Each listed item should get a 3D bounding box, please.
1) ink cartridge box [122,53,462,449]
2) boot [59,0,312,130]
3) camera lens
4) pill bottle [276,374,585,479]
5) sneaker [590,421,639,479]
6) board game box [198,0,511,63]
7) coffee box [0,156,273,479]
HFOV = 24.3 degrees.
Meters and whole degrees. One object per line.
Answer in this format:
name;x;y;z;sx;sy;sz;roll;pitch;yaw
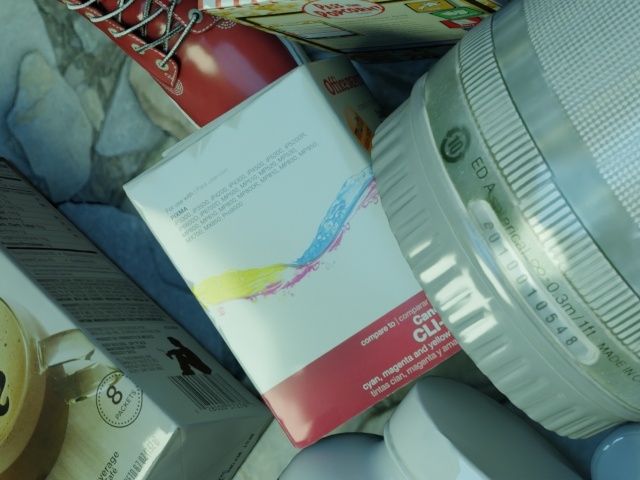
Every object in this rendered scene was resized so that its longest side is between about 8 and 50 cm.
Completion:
ink cartridge box;0.000;0.000;0.844;0.127;0.128;0.176;-34;92;15
boot;-0.112;-0.137;0.921;0.244;0.176;0.088;45;106;22
camera lens;0.191;-0.054;0.724;0.274;0.219;0.219;-35;72;22
pill bottle;0.011;0.237;0.830;0.181;0.181;0.323;43;106;24
sneaker;0.215;0.175;0.751;0.090;0.115;0.232;-52;56;15
board game box;0.045;-0.138;0.824;0.146;0.193;0.045;-2;87;28
coffee box;-0.201;0.088;0.988;0.297;0.119;0.168;40;107;24
